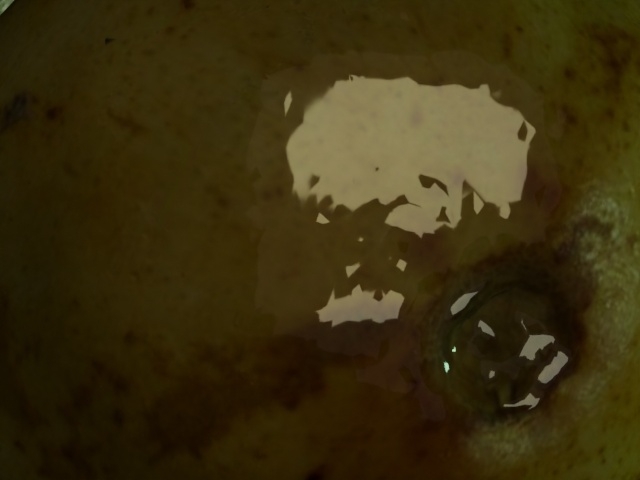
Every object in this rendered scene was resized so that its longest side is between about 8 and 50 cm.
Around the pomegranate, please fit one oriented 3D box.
[{"bbox_3d":[0.000,0.000,0.552,0.264,0.264,0.264,5,71,-14],"label":"pomegranate"}]

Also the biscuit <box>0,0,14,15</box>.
[{"bbox_3d":[-0.186,-0.093,0.640,0.121,0.040,0.199,-42,89,-26],"label":"biscuit"}]
